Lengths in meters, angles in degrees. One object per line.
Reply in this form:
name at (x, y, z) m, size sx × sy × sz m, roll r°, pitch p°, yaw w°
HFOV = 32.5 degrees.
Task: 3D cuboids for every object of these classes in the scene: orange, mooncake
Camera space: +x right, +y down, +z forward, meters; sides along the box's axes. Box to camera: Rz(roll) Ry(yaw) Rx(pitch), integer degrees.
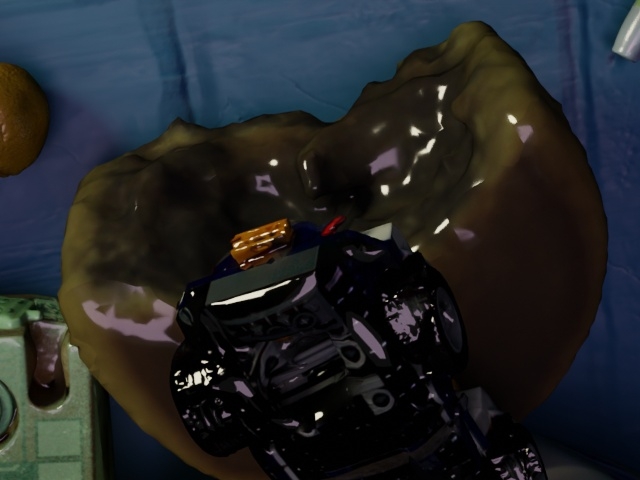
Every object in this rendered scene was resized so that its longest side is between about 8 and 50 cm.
orange at (-0.268, -0.100, 0.916) m, size 0.085 × 0.085 × 0.095 m, roll -6°, pitch 110°, yaw -1°
mooncake at (0.000, 0.000, 0.868) m, size 0.394 × 0.246 × 0.393 m, roll 17°, pitch 113°, yaw -8°

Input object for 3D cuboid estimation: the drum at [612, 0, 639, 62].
drum at (0.337, -0.264, 0.912) m, size 0.130 × 0.049 × 0.253 m, roll 11°, pitch 105°, yaw -5°

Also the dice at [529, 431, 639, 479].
dice at (0.243, 0.355, 0.940) m, size 0.304 × 0.277 × 0.304 m, roll 23°, pitch 89°, yaw -7°

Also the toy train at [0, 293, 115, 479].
toy train at (-0.265, 0.203, 0.981) m, size 0.159 × 0.129 × 0.326 m, roll 0°, pitch 105°, yaw -9°

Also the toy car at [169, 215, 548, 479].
toy car at (0.031, 0.110, 0.732) m, size 0.193 × 0.118 × 0.301 m, roll -20°, pitch 120°, yaw 20°
